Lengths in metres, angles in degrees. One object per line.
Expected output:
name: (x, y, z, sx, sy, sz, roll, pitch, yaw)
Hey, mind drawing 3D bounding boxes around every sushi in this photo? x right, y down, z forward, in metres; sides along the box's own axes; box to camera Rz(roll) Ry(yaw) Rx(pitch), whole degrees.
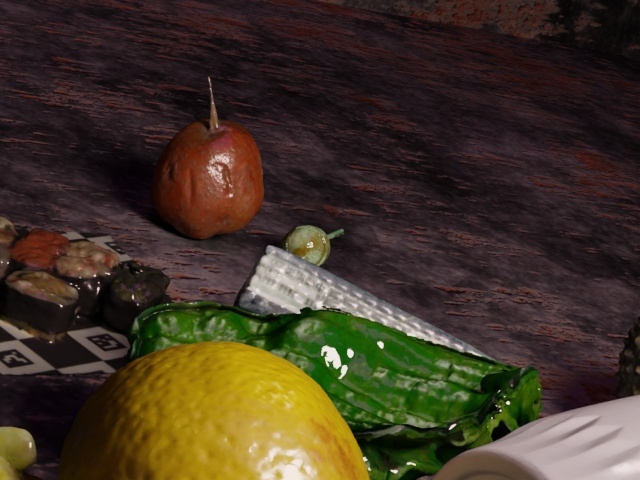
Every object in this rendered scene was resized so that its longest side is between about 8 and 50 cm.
sushi: (-0.283, 0.031, 1.857, 0.320, 0.068, 0.339, 3, 25, -36)

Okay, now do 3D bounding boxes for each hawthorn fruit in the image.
hawthorn fruit: (-0.132, -0.083, 2.147, 0.149, 0.189, 0.149, 12, 51, -15)

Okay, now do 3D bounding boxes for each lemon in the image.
lemon: (-0.080, 0.202, 1.328, 0.267, 0.267, 0.267, 16, 20, -6)

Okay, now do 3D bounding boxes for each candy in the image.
candy: (0.000, 0.000, 2.231, 0.061, 0.061, 0.202, 22, 12, 12)

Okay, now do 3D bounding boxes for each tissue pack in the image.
tissue pack: (0.032, 0.110, 1.727, 0.257, 0.081, 0.185, 27, -21, -2)

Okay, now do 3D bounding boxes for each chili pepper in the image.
chili pepper: (0.001, 0.166, 1.548, 0.385, 0.167, 0.213, 5, 35, 8)

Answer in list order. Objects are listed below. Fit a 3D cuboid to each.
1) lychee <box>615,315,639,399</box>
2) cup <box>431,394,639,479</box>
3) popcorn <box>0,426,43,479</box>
lychee: (0.443, 0.158, 1.871, 0.255, 0.255, 0.274, 4, 14, -33)
cup: (0.279, 0.259, 1.487, 0.372, 0.253, 0.253, -4, 29, -40)
popcorn: (-0.258, 0.219, 1.294, 0.141, 0.162, 0.135, 51, -21, -11)
